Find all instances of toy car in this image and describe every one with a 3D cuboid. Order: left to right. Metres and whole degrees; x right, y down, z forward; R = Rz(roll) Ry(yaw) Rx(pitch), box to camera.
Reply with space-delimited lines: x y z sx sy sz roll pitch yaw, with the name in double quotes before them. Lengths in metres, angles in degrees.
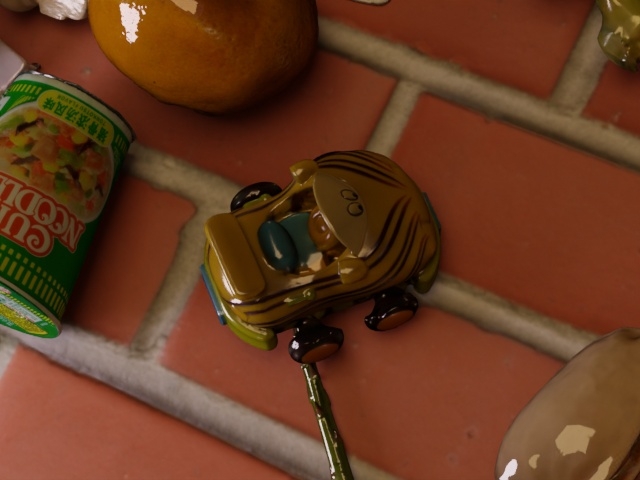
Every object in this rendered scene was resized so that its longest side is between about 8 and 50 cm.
"toy car" 0.000 0.000 1.777 0.248 0.142 0.200 -24 68 -8

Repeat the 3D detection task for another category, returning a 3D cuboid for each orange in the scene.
"orange" -0.130 -0.229 1.857 0.249 0.249 0.183 21 95 19

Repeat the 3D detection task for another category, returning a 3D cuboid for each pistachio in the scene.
"pistachio" 0.252 0.180 1.679 0.223 0.126 0.152 -47 32 -4

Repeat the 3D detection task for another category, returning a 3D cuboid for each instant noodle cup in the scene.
"instant noodle cup" -0.315 -0.046 1.866 0.207 0.207 0.232 19 71 19

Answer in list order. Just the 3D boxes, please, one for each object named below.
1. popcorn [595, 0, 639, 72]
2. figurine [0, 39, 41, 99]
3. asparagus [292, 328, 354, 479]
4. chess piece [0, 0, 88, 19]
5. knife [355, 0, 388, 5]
"popcorn" 0.361 -0.365 1.753 0.274 0.279 0.335 23 66 0
"figurine" -0.422 -0.236 1.909 0.144 0.256 0.182 -30 66 1
"asparagus" 0.005 0.173 1.795 0.025 0.024 0.248 -6 66 -25
"chess piece" -0.423 -0.341 2.022 0.397 0.117 0.117 23 79 18
"knife" -0.047 -0.369 1.976 0.081 0.043 0.336 -41 70 5
